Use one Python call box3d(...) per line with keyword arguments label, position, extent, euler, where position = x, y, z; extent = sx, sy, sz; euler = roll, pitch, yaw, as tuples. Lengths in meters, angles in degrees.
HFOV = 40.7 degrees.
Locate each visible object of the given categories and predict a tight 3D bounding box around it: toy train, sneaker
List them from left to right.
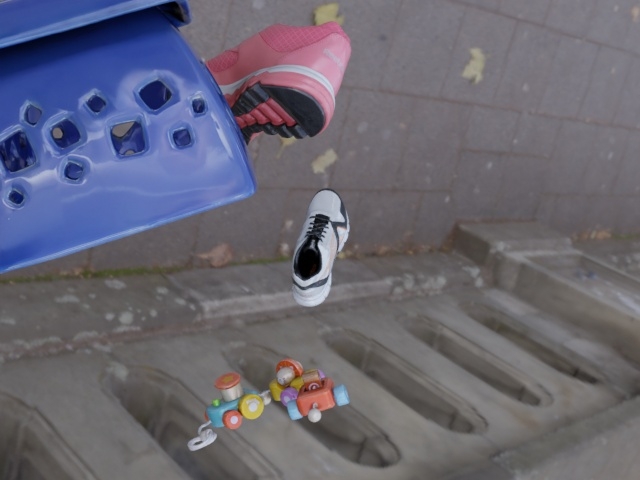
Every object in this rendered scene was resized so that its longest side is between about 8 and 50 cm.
box3d(label="sneaker", position=(-0.077, -0.196, 1.059), extent=(0.116, 0.314, 0.136), euler=(44, 64, -37))
box3d(label="toy train", position=(-0.053, 0.151, 0.847), extent=(0.125, 0.166, 0.046), euler=(-46, 118, -78))
box3d(label="sneaker", position=(0.000, 0.000, 0.731), extent=(0.044, 0.040, 0.109), euler=(77, 20, -61))

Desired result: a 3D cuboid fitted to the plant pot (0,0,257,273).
box3d(label="plant pot", position=(-0.198, -0.116, 0.783), extent=(0.236, 0.236, 0.212), euler=(-17, 101, -3))
